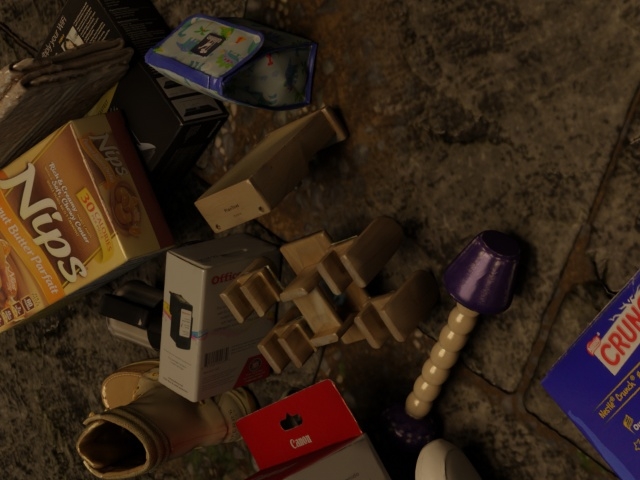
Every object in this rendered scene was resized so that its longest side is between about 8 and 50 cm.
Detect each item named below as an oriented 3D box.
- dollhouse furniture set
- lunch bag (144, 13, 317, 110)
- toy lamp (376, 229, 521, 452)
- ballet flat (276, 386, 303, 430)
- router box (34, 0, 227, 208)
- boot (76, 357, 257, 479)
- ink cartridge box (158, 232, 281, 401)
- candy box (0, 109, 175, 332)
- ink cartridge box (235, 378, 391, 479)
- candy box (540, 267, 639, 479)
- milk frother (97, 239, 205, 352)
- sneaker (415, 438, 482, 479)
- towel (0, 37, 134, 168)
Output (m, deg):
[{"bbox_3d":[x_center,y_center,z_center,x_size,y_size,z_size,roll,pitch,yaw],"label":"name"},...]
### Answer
[{"bbox_3d":[0.000,0.000,1.679,0.212,0.161,0.242,-20,110,45],"label":"dollhouse furniture set"},{"bbox_3d":[-0.101,-0.198,1.675,0.129,0.151,0.096,24,118,38],"label":"lunch bag"},{"bbox_3d":[0.137,0.107,1.589,0.080,0.080,0.274,43,127,26],"label":"toy lamp"},{"bbox_3d":[0.021,0.250,1.748,0.213,0.072,0.068,39,115,28],"label":"ballet flat"},{"bbox_3d":[-0.276,-0.148,1.906,0.243,0.081,0.309,56,132,16],"label":"router box"},{"bbox_3d":[-0.237,0.226,1.890,0.262,0.203,0.095,10,108,40],"label":"boot"},{"bbox_3d":[-0.121,0.089,1.795,0.072,0.127,0.175,24,117,40],"label":"ink cartridge box"},{"bbox_3d":[-0.333,-0.018,1.879,0.316,0.088,0.182,-27,85,45],"label":"candy box"},{"bbox_3d":[-0.031,0.324,1.680,0.271,0.130,0.309,62,151,4],"label":"ink cartridge box"},{"bbox_3d":[0.393,0.152,1.326,0.317,0.122,0.268,51,132,19],"label":"candy box"},{"bbox_3d":[-0.196,0.068,1.897,0.135,0.129,0.143,15,69,40],"label":"milk frother"},{"bbox_3d":[0.213,0.336,1.581,0.152,0.114,0.305,-34,82,30],"label":"sneaker"},{"bbox_3d":[-0.357,-0.153,1.792,0.282,0.187,0.049,-35,81,43],"label":"towel"}]
